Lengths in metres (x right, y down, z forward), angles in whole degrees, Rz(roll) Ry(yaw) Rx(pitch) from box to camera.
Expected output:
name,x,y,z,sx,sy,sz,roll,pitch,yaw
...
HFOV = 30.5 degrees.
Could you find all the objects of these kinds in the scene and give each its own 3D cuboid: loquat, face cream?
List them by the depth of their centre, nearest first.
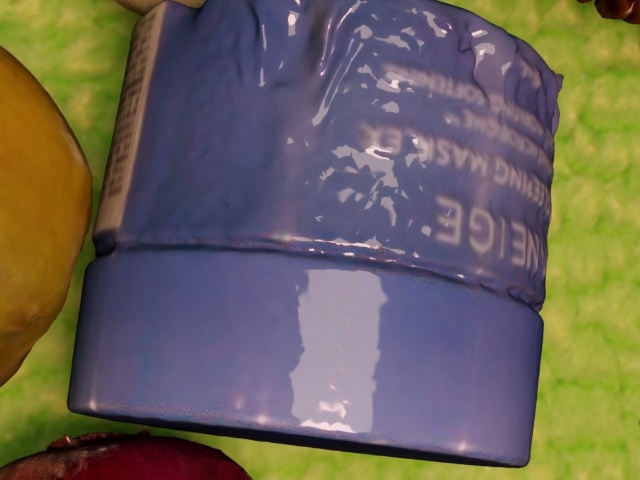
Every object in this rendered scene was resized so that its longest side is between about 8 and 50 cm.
name,x,y,z,sx,sy,sz,roll,pitch,yaw
loquat,-0.242,-0.023,0.602,0.246,0.213,0.213,28,76,-18
face cream,0.000,0.000,0.642,0.249,0.249,0.225,8,79,-15

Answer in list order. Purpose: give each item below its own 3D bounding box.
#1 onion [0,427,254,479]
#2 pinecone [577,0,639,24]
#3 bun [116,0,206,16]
name,x,y,z,sx,sy,sz,roll,pitch,yaw
onion,-0.098,0.207,0.608,0.195,0.140,0.218,14,55,-54
pinecone,0.241,-0.250,0.754,0.264,0.264,0.264,2,82,-16
bun,-0.048,-0.191,0.716,0.222,0.127,0.222,10,55,-14
